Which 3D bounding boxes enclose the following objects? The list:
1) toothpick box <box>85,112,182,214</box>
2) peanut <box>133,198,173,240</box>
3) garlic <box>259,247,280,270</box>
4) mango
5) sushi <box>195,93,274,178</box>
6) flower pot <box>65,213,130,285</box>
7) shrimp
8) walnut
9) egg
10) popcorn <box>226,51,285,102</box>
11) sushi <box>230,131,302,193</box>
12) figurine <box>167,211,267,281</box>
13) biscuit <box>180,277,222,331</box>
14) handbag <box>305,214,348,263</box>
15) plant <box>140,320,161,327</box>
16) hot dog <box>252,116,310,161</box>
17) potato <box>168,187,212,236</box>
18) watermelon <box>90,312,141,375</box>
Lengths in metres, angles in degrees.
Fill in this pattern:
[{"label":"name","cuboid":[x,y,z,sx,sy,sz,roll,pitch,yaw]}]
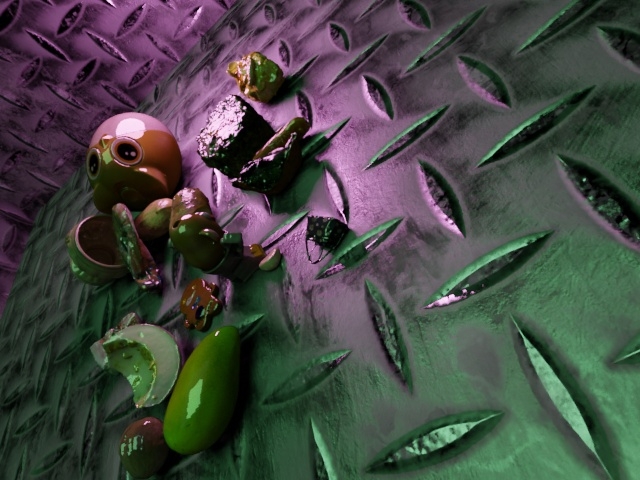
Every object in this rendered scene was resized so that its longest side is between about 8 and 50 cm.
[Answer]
[{"label":"toothpick box","cuboid":[-0.851,-0.346,1.941,0.409,0.409,0.425,-32,49,23]},{"label":"peanut","cuboid":[-0.702,-0.092,1.823,0.319,0.148,0.147,-28,47,43]},{"label":"garlic","cuboid":[-0.152,0.062,1.312,0.083,0.041,0.053,-52,28,-9]},{"label":"mango","cuboid":[-0.302,0.393,1.143,0.193,0.156,0.342,-4,60,40]},{"label":"sushi","cuboid":[-0.351,-0.409,1.698,0.294,0.178,0.352,-47,41,10]},{"label":"flower pot","cuboid":[-0.979,0.057,1.895,0.244,0.308,0.307,-41,41,37]},{"label":"shrimp","cuboid":[-0.757,0.030,1.736,0.445,0.110,0.221,55,140,21]},{"label":"walnut","cuboid":[-0.503,0.592,1.217,0.140,0.140,0.162,-27,39,27]},{"label":"egg","cuboid":[-0.547,0.395,1.369,0.271,0.161,0.206,43,68,13]},{"label":"popcorn","cuboid":[-0.270,-0.687,1.777,0.180,0.217,0.235,-60,31,0]},{"label":"sushi","cuboid":[-0.171,-0.237,1.445,0.287,0.140,0.149,-30,40,26]},{"label":"figurine","cuboid":[-0.337,0.019,1.325,0.343,0.285,0.166,-26,50,30]},{"label":"biscuit","cuboid":[-0.421,0.216,1.461,0.236,0.039,0.179,28,86,50]},{"label":"handbag","cuboid":[0.000,0.000,1.188,0.115,0.072,0.139,10,76,44]},{"label":"plant","cuboid":[-0.628,0.361,1.519,0.094,0.092,0.143,17,82,55]},{"label":"hot dog","cuboid":[-0.143,-0.344,1.525,0.269,0.072,0.115,-38,7,26]},{"label":"potato","cuboid":[-0.508,-0.077,1.658,0.176,0.141,0.297,-27,58,31]},{"label":"watermelon","cuboid":[-0.771,0.391,1.641,0.154,0.094,0.241,34,86,41]}]
